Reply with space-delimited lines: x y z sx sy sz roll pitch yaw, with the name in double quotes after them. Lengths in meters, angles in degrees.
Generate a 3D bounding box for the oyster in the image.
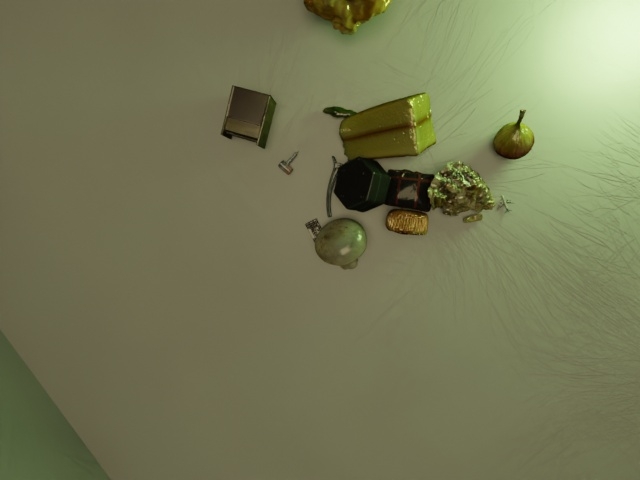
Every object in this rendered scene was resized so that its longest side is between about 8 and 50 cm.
0.609 -0.207 1.736 0.351 0.115 0.238 20 101 -22 "oyster"

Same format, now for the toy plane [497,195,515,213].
0.824 -0.162 1.800 0.077 0.024 0.085 -23 89 13 "toy plane"

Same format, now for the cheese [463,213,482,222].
0.685 -0.100 1.812 0.083 0.044 0.030 -11 81 9 "cheese"

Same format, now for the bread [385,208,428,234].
0.377 -0.087 1.764 0.199 0.199 0.104 6 99 4 "bread"

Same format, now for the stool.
0.176 -0.241 1.743 0.232 0.141 0.232 -6 82 45 "stool"

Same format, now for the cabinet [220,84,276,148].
-0.315 -0.537 1.784 0.174 0.148 0.215 16 95 3 "cabinet"

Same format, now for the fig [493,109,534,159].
0.806 -0.454 1.684 0.160 0.143 0.231 -15 125 12 "fig"

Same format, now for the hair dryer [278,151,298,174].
-0.135 -0.363 1.852 0.063 0.037 0.114 41 92 -4 "hair dryer"

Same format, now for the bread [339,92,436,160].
0.284 -0.486 1.769 0.361 0.245 0.233 -1 114 35 "bread"

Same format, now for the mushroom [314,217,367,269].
0.105 0.028 1.817 0.243 0.243 0.244 1 98 5 "mushroom"

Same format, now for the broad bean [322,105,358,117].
0.109 -0.559 1.794 0.195 0.046 0.061 26 97 -1 "broad bean"

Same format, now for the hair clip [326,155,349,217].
0.058 -0.242 1.852 0.083 0.048 0.275 15 104 1 "hair clip"

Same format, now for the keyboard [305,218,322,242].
0.000 0.000 1.901 0.061 0.013 0.205 -26 95 8 "keyboard"

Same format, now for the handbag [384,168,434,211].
0.385 -0.223 1.763 0.215 0.155 0.170 10 96 9 "handbag"

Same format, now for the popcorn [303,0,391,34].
0.113 -1.038 1.594 0.353 0.344 0.390 -23 69 -31 "popcorn"
